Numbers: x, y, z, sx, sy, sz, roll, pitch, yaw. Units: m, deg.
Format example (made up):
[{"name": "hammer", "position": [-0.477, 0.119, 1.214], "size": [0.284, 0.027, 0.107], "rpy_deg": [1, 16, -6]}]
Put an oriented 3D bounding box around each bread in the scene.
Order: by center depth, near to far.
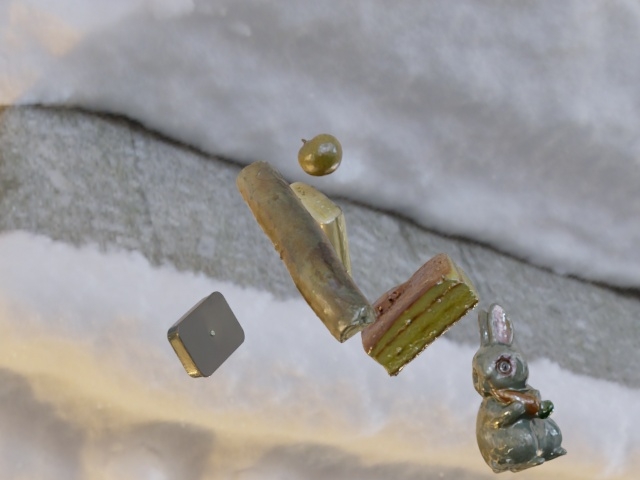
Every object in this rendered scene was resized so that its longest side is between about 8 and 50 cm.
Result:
[{"name": "bread", "position": [0.001, 0.000, 1.790], "size": [0.060, 0.139, 0.178], "rpy_deg": [-25, 133, -18]}, {"name": "bread", "position": [0.184, 0.137, 2.046], "size": [0.234, 0.184, 0.110], "rpy_deg": [-43, 96, 8]}]

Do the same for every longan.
[{"name": "longan", "position": [-0.003, -0.143, 1.730], "size": [0.075, 0.083, 0.075], "rpy_deg": [-31, 151, -19]}]

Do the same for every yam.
[{"name": "yam", "position": [-0.025, 0.007, 1.403], "size": [0.071, 0.317, 0.067], "rpy_deg": [-39, 144, 6]}]

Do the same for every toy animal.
[{"name": "toy animal", "position": [0.254, 0.216, 1.503], "size": [0.138, 0.236, 0.108], "rpy_deg": [-31, 171, 34]}]

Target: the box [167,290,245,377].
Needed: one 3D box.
[{"name": "box", "position": [-0.165, 0.137, 1.530], "size": [0.031, 0.126, 0.091], "rpy_deg": [-21, 105, 34]}]
